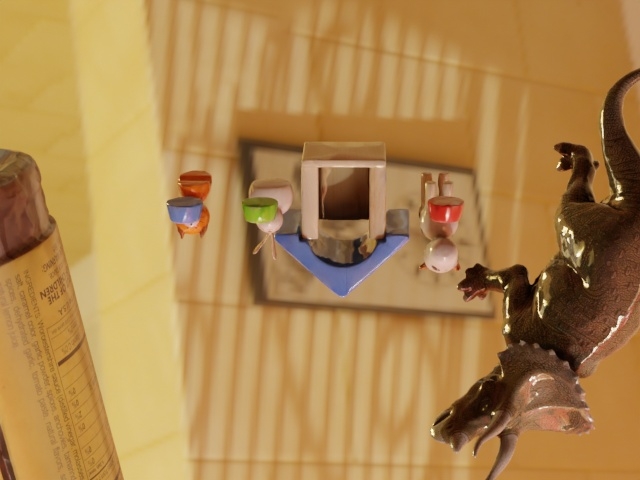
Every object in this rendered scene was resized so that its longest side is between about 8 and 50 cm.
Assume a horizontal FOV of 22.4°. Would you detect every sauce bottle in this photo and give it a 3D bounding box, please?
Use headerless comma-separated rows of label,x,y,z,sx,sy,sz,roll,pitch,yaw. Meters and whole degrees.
sauce bottle,-0.149,0.131,0.786,0.111,0.111,0.344,19,-56,56

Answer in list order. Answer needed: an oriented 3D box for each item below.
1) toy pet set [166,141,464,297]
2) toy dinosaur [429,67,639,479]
toy pet set,0.000,0.000,0.712,0.114,0.122,0.065,-83,173,-72
toy dinosaur,0.196,0.027,1.175,0.313,0.121,0.160,-56,-147,12
